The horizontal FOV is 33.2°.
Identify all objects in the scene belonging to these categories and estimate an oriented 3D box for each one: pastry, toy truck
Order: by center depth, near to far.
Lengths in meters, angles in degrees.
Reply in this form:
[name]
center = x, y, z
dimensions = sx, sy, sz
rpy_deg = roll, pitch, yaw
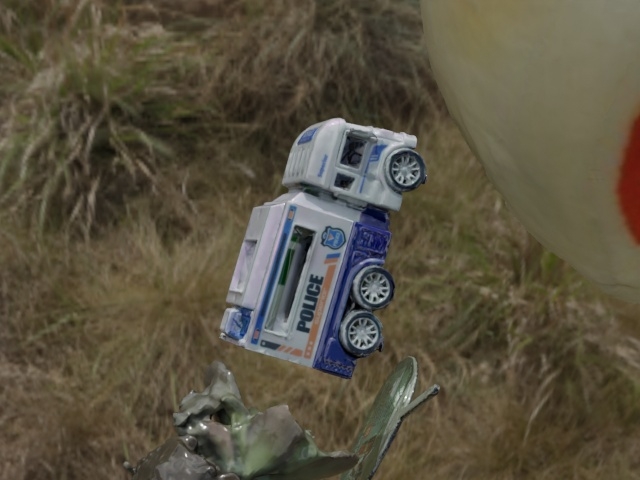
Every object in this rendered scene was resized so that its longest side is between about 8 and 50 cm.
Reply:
[pastry]
center = 0.164, -0.091, 0.389
dimensions = 0.265, 0.264, 0.133
rpy_deg = -10, 43, -13
[toy truck]
center = 0.000, 0.000, 1.142
dimensions = 0.155, 0.124, 0.267
rpy_deg = 17, 84, -18

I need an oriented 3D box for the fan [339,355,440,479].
[fan]
center = 0.069, 0.250, 1.321
dimensions = 0.012, 0.294, 0.223
rpy_deg = 29, 91, -4

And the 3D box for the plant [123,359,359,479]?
[plant]
center = -0.072, 0.183, 0.697
dimensions = 0.142, 0.131, 0.203
rpy_deg = 42, 65, 2
